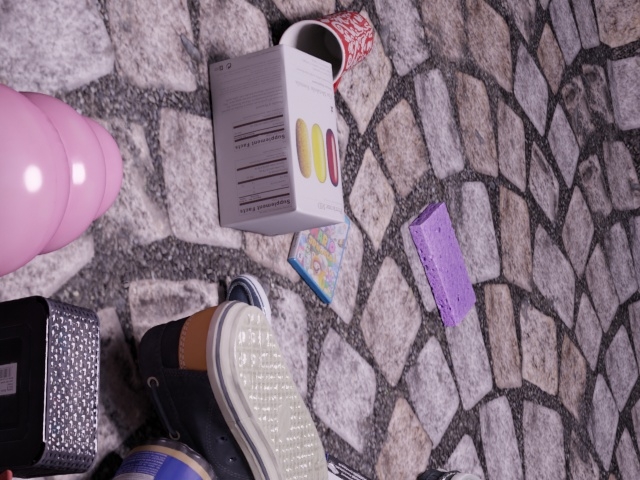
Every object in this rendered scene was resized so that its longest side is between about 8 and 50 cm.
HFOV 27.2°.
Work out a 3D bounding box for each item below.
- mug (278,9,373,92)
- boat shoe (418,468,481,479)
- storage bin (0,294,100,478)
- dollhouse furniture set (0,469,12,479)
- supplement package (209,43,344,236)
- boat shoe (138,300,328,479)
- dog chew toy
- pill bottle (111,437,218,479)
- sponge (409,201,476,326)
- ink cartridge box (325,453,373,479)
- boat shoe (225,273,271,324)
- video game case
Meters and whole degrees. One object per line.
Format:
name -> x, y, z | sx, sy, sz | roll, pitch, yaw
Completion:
mug -> 0.006, -0.302, 2.148 | 0.113, 0.150, 0.169 | 40, 29, 5
boat shoe -> 0.270, 0.489, 2.315 | 0.114, 0.091, 0.302 | -55, 131, -27
storage bin -> -0.309, 0.158, 1.411 | 0.084, 0.122, 0.180 | 22, 62, -55
dollhouse furniture set -> -0.276, 0.431, 1.211 | 0.201, 0.152, 0.374 | 50, 14, -41
supplement package -> -0.062, -0.140, 1.918 | 0.139, 0.134, 0.244 | 11, 71, -58
boat shoe -> -0.100, 0.284, 1.706 | 0.186, 0.156, 0.500 | -71, 150, -49
dog chew toy -> -0.323, -0.069, 1.401 | 0.332, 0.207, 0.206 | -15, 94, -67
pill bottle -> -0.211, 0.342, 1.518 | 0.122, 0.123, 0.219 | 63, 34, -26
sponge -> 0.229, 0.044, 2.455 | 0.117, 0.031, 0.210 | -44, 119, -55
ink cartridge box -> 0.067, 0.410, 1.973 | 0.207, 0.046, 0.097 | 35, 48, -23
boat shoe -> -0.113, 0.136, 1.809 | 0.083, 0.065, 0.183 | 7, 75, -60
video game case -> 0.000, 0.000, 2.096 | 0.119, 0.015, 0.166 | 51, 40, -39
